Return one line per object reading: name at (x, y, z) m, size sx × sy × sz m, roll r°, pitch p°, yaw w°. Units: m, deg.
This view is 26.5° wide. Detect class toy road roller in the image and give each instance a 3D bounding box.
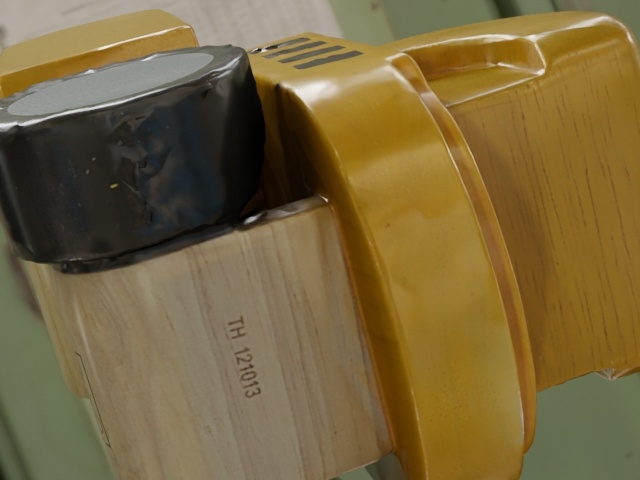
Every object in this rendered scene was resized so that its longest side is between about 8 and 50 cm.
toy road roller at (0.000, 0.000, 0.569) m, size 0.240 × 0.203 × 0.329 m, roll -17°, pitch 16°, yaw -11°
